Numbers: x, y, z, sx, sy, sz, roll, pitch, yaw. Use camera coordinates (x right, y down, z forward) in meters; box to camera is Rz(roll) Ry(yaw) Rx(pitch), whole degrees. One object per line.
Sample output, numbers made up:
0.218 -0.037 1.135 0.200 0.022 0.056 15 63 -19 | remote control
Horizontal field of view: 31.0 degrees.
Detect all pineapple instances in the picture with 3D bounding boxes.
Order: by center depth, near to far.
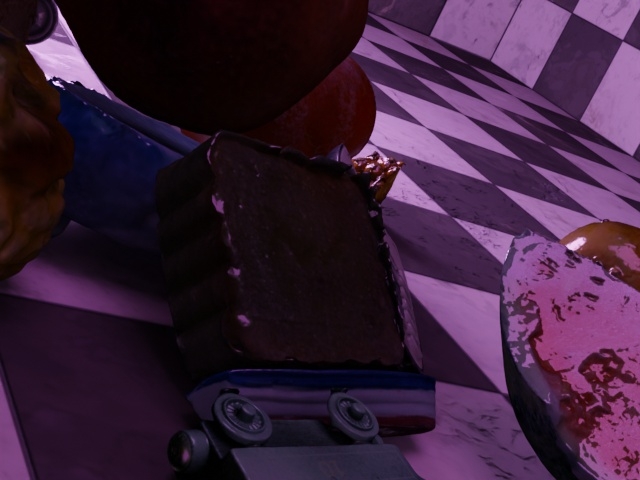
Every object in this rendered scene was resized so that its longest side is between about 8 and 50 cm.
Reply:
0.045 -0.053 1.397 0.114 0.077 0.114 -6 25 13 | pineapple

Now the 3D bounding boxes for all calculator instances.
0.048 0.017 1.062 0.177 0.040 0.268 62 6 -23 | calculator

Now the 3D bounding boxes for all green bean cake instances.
-0.034 0.022 0.863 0.181 0.094 0.173 7 64 -45 | green bean cake

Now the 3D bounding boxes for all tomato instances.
-0.062 -0.151 1.294 0.232 0.188 0.232 20 24 -9 | tomato

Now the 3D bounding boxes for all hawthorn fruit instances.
-0.096 -0.241 1.033 0.295 0.295 0.311 25 18 -2 | hawthorn fruit

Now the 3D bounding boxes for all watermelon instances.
0.254 0.128 0.938 0.305 0.180 0.224 34 8 18 | watermelon

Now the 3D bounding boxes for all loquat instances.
0.334 0.063 1.301 0.172 0.149 0.204 25 31 -6 | loquat

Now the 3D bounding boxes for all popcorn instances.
-0.272 -0.070 0.786 0.218 0.169 0.189 56 30 7 | popcorn

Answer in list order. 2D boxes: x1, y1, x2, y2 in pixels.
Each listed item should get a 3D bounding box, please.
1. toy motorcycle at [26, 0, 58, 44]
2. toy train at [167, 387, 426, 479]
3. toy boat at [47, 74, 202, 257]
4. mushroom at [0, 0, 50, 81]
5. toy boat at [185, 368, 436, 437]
-0.429 -0.304 1.329 0.275 0.127 0.205 16 17 -20 | toy motorcycle
-0.013 0.145 0.712 0.172 0.070 0.099 8 35 -44 | toy train
-0.140 -0.031 1.014 0.215 0.123 0.330 35 7 32 | toy boat
-0.299 -0.209 1.074 0.148 0.217 0.227 29 18 9 | mushroom
0.010 0.117 0.832 0.229 0.080 0.046 9 58 -43 | toy boat
